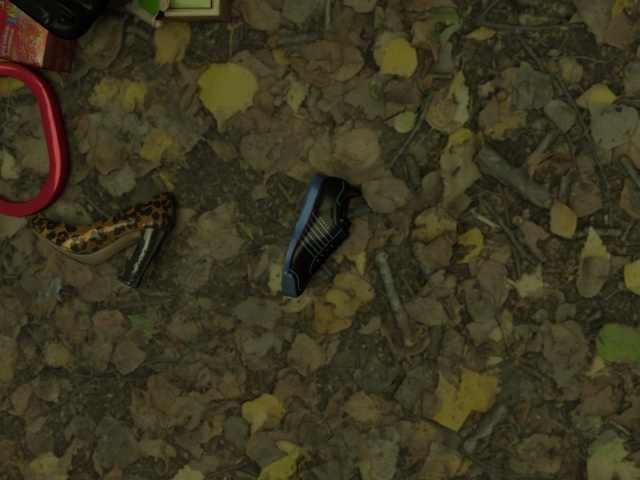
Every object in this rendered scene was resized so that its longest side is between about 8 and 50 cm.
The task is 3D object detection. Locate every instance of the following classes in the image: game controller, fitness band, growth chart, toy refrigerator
[{"bbox_3d":[-0.495,-0.486,1.536,0.319,0.067,0.166,38,84,3],"label":"game controller"},{"bbox_3d":[-0.582,-0.188,1.702,0.209,0.054,0.291,-9,95,6],"label":"fitness band"},{"bbox_3d":[-0.297,-0.495,1.583,0.021,0.172,0.237,-3,107,-34],"label":"growth chart"},{"bbox_3d":[-0.216,-0.526,1.592,0.102,0.094,0.270,2,96,8],"label":"toy refrigerator"}]

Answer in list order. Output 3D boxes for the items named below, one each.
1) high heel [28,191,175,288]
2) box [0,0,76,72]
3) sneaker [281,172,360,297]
[{"bbox_3d":[-0.402,-0.042,1.687,0.261,0.093,0.186,24,81,14],"label":"high heel"},{"bbox_3d":[-0.506,-0.442,1.627,0.128,0.122,0.257,15,97,6],"label":"box"},{"bbox_3d":[0.000,0.000,1.619,0.090,0.081,0.232,18,97,13],"label":"sneaker"}]
